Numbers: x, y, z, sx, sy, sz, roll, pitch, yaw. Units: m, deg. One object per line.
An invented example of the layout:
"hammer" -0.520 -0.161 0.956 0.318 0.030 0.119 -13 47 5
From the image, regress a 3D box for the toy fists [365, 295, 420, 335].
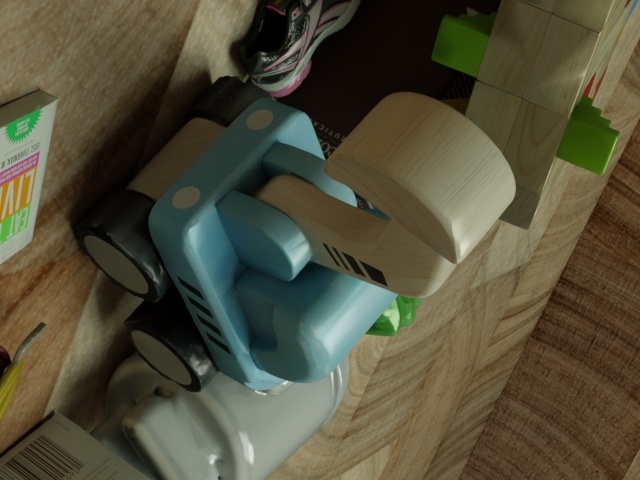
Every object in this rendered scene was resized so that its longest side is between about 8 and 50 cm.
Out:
"toy fists" 0.046 0.002 1.746 0.096 0.279 0.142 -29 123 12

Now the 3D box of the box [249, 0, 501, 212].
"box" 0.088 -0.217 1.612 0.381 0.191 0.143 -57 160 -7

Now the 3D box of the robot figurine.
"robot figurine" -0.100 0.168 1.691 0.300 0.200 0.353 -25 -172 42

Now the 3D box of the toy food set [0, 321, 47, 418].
"toy food set" -0.326 0.154 1.349 0.218 0.071 0.128 -62 -176 13

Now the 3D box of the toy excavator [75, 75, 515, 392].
"toy excavator" 0.000 0.000 1.354 0.222 0.445 0.433 -49 142 -25

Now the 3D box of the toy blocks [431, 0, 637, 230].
"toy blocks" 0.240 -0.204 1.505 0.261 0.191 0.381 -54 164 -47

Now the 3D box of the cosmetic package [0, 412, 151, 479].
"cosmetic package" -0.273 0.314 1.562 0.151 0.151 0.183 -40 153 -40

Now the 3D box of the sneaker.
"sneaker" -0.020 -0.231 1.515 0.178 0.072 0.077 -62 150 -7

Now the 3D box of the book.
"book" -0.265 -0.046 1.249 0.096 0.035 0.144 -38 151 -53
